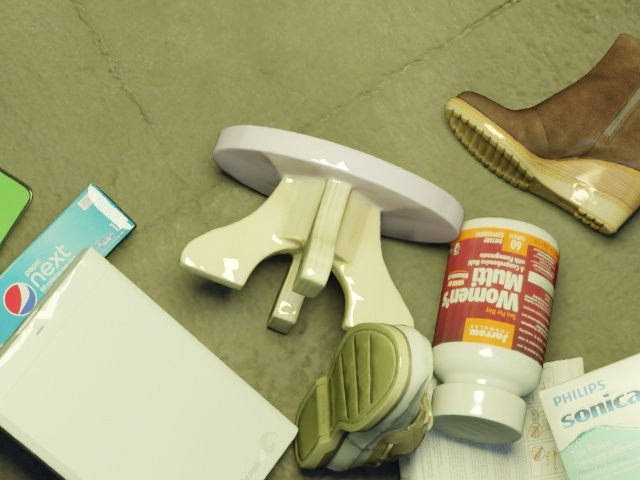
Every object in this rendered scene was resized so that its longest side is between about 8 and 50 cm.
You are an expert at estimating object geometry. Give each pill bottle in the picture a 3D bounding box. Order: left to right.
[{"bbox_3d":[0.183,0.097,1.672,0.121,0.121,0.221,14,68,-5],"label":"pill bottle"}]

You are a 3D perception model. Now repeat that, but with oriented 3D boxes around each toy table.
[{"bbox_3d":[0.000,0.000,1.640,0.274,0.252,0.161,17,73,6],"label":"toy table"}]

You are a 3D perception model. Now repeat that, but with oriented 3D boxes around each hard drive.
[{"bbox_3d":[-0.194,0.183,1.649,0.307,0.040,0.203,43,71,-16],"label":"hard drive"}]

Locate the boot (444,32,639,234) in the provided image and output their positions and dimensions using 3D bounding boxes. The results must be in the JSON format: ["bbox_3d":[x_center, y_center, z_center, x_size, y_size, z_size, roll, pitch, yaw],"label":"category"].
[{"bbox_3d":[0.282,-0.148,1.743,0.248,0.090,0.207,33,76,-3],"label":"boot"}]

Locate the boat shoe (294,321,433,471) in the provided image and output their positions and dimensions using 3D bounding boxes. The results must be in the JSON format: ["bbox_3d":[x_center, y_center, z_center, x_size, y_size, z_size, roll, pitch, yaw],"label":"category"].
[{"bbox_3d":[0.064,0.163,1.619,0.103,0.302,0.113,7,67,-17],"label":"boat shoe"}]

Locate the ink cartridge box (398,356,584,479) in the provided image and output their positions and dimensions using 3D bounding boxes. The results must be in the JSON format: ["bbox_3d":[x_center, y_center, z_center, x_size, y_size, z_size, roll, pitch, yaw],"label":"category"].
[{"bbox_3d":[0.196,0.231,1.752,0.224,0.056,0.181,-7,91,-23],"label":"ink cartridge box"}]

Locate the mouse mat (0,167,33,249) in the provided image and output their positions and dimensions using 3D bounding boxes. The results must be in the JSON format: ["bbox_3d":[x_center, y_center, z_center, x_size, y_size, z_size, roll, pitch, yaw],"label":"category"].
[{"bbox_3d":[-0.417,-0.012,1.691,0.152,0.007,0.190,32,89,11],"label":"mouse mat"}]

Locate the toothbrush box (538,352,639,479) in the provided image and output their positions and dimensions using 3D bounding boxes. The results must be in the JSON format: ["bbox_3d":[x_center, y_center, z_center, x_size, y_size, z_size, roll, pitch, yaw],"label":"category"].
[{"bbox_3d":[0.385,0.261,1.632,0.216,0.126,0.296,-24,73,16],"label":"toothbrush box"}]

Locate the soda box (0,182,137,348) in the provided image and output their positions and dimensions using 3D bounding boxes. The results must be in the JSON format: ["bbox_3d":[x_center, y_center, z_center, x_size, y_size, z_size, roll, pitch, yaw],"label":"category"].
[{"bbox_3d":[-0.295,0.036,1.687,0.210,0.071,0.067,-45,94,-3],"label":"soda box"}]
